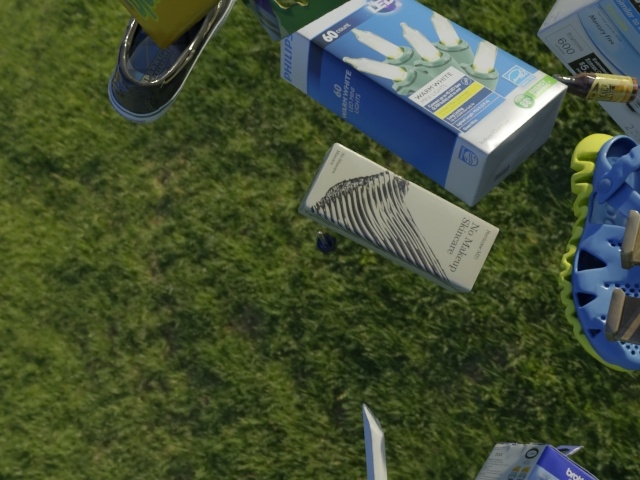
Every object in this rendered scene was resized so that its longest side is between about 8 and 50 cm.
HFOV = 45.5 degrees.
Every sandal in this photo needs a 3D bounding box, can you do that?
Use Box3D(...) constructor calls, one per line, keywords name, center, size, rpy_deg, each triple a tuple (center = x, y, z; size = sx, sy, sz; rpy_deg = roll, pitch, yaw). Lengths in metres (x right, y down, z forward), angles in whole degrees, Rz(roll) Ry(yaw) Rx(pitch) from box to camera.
Box3D(name="sandal", center=(0.380, 0.000, 0.934), size=(0.138, 0.126, 0.317), rpy_deg=(-21, 60, 58))

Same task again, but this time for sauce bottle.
Box3D(name="sauce bottle", center=(0.412, -0.232, 1.155), size=(0.042, 0.128, 0.042), rpy_deg=(-178, 90, -85))

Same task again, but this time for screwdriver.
Box3D(name="screwdriver", center=(0.000, 0.000, 0.761), size=(0.025, 0.170, 0.024), rpy_deg=(3, 86, 8))

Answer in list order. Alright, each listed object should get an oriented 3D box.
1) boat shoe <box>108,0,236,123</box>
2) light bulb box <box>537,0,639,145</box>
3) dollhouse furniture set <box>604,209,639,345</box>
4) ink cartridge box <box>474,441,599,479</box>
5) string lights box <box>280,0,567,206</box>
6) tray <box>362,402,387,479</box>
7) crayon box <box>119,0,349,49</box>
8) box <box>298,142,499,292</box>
Box3D(name="boat shoe", center=(-0.127, -0.214, 0.687), size=(0.228, 0.080, 0.076), rpy_deg=(-66, 9, -21))
Box3D(name="light bulb box", center=(0.670, -0.390, 1.383), size=(0.225, 0.358, 0.361), rpy_deg=(-57, 18, -24))
Box3D(name="dollhouse furniture set", center=(0.408, 0.018, 0.732), size=(0.212, 0.161, 0.242), rpy_deg=(12, 82, 25))
Box3D(name="ink cartridge box", center=(0.422, 0.588, 1.647), size=(0.395, 0.151, 0.270), rpy_deg=(-55, 1, -18))
Box3D(name="string lights box", center=(0.095, -0.160, 0.771), size=(0.259, 0.077, 0.133), rpy_deg=(38, 59, 23))
Box3D(name="tray", center=(0.110, 0.463, 1.473), size=(0.145, 0.030, 0.270), rpy_deg=(-123, 29, -83))
Box3D(name="crayon box", center=(-0.127, -0.242, 0.467), size=(0.083, 0.323, 0.203), rpy_deg=(-45, 17, -12))
Box3D(name="box", center=(0.112, -0.030, 1.131), size=(0.113, 0.275, 0.094), rpy_deg=(-65, 6, -6))
